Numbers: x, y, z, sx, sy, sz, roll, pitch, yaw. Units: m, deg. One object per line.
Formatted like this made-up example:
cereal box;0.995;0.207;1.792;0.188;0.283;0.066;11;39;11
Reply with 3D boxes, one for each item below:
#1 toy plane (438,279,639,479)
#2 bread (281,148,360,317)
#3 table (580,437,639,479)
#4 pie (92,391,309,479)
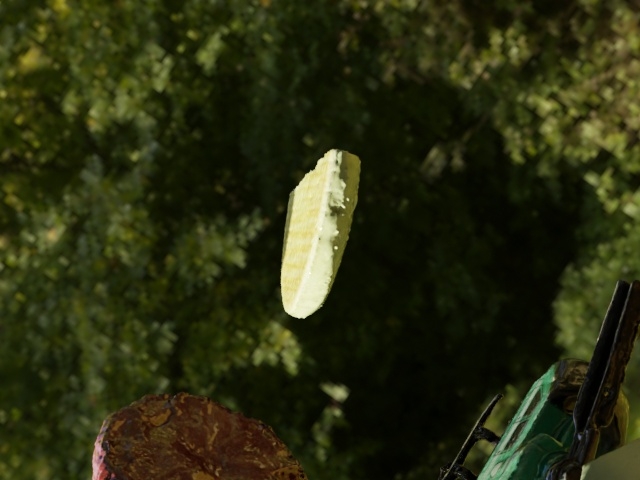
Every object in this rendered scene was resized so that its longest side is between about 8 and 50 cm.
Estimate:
toy plane;0.133;0.205;1.020;0.381;0.106;0.155;-53;1;-25
bread;-0.001;0.004;1.101;0.193;0.036;0.112;137;143;-76
table;0.194;0.195;0.708;0.121;0.111;0.240;-34;15;31
pie;-0.072;0.154;0.918;0.036;0.154;0.154;-62;-6;30
